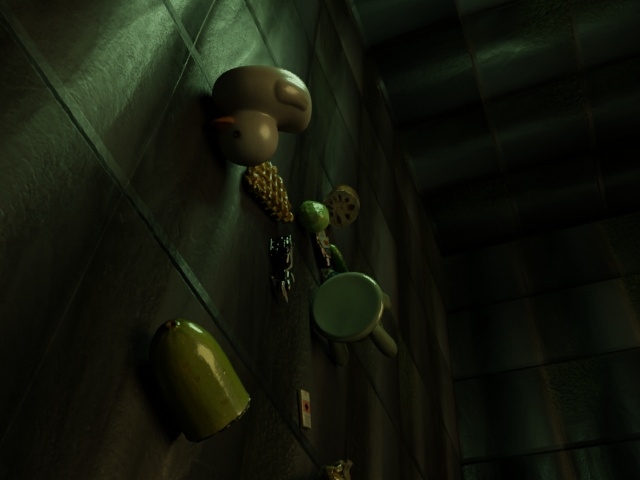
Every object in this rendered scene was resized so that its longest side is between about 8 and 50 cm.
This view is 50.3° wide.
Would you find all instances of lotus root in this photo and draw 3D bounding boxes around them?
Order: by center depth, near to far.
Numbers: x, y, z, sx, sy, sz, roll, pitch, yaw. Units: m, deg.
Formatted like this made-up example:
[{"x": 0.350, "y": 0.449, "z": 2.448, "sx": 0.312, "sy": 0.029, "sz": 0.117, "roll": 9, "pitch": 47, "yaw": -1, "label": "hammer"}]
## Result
[{"x": 0.065, "y": -0.106, "z": 2.096, "sx": 0.112, "sy": 0.122, "sz": 0.081, "roll": 46, "pitch": 17, "yaw": -11, "label": "lotus root"}]

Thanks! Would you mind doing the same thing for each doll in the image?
[{"x": -0.132, "y": -0.261, "z": 1.483, "sx": 0.251, "sy": 0.221, "sz": 0.221, "roll": 0, "pitch": 75, "yaw": -45, "label": "doll"}]

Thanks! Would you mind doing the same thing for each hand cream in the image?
[{"x": 0.000, "y": 0.000, "z": 1.941, "sx": 0.062, "sy": 0.039, "sz": 0.163, "roll": 10, "pitch": 64, "yaw": -54, "label": "hand cream"}]

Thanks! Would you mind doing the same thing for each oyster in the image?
[{"x": 0.051, "y": 0.577, "z": 1.495, "sx": 0.166, "sy": 0.110, "sz": 0.341, "roll": 67, "pitch": 6, "yaw": 34, "label": "oyster"}]

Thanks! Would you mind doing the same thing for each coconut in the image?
[{"x": -0.017, "y": -0.064, "z": 1.861, "sx": 0.096, "sy": 0.088, "sz": 0.088, "roll": 31, "pitch": 47, "yaw": -59, "label": "coconut"}]

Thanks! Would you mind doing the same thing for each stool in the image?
[{"x": 0.090, "y": 0.209, "z": 1.807, "sx": 0.199, "sy": 0.195, "sz": 0.195, "roll": 60, "pitch": 22, "yaw": -56, "label": "stool"}]

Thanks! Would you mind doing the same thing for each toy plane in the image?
[{"x": -0.084, "y": 0.052, "z": 1.605, "sx": 0.197, "sy": 0.053, "sz": 0.078, "roll": -92, "pitch": 169, "yaw": -46, "label": "toy plane"}]

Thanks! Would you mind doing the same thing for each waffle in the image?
[{"x": -0.123, "y": -0.109, "z": 1.619, "sx": 0.192, "sy": 0.046, "sz": 0.161, "roll": -23, "pitch": 98, "yaw": -72, "label": "waffle"}]

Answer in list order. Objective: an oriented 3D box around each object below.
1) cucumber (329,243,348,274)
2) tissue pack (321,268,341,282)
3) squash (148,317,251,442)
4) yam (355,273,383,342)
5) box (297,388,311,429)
[{"x": 0.060, "y": 0.076, "z": 2.069, "sx": 0.037, "sy": 0.037, "sz": 0.155, "roll": -78, "pitch": 148, "yaw": -56, "label": "cucumber"}, {"x": 0.050, "y": 0.120, "z": 1.917, "sx": 0.042, "sy": 0.083, "sz": 0.062, "roll": -48, "pitch": 132, "yaw": -22, "label": "tissue pack"}, {"x": -0.194, "y": 0.200, "z": 1.025, "sx": 0.123, "sy": 0.123, "sz": 0.187, "roll": -71, "pitch": 140, "yaw": -61, "label": "squash"}, {"x": 0.113, "y": 0.196, "z": 2.018, "sx": 0.107, "sy": 0.107, "sz": 0.194, "roll": -35, "pitch": 108, "yaw": -72, "label": "yam"}, {"x": -0.036, "y": 0.383, "z": 1.547, "sx": 0.046, "sy": 0.012, "sz": 0.083, "roll": 46, "pitch": 34, "yaw": -58, "label": "box"}]
